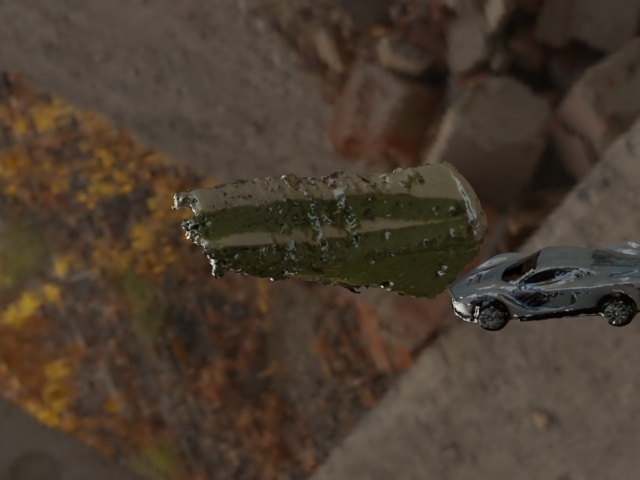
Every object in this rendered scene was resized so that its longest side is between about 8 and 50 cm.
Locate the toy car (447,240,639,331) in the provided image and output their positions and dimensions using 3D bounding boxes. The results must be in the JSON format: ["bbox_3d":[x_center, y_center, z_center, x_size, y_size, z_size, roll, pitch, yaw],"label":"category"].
[{"bbox_3d":[0.097,0.017,0.759,0.093,0.041,0.025,-3,115,17],"label":"toy car"}]

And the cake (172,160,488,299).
[{"bbox_3d":[0.000,0.000,0.786,0.055,0.140,0.051,-60,44,46],"label":"cake"}]
